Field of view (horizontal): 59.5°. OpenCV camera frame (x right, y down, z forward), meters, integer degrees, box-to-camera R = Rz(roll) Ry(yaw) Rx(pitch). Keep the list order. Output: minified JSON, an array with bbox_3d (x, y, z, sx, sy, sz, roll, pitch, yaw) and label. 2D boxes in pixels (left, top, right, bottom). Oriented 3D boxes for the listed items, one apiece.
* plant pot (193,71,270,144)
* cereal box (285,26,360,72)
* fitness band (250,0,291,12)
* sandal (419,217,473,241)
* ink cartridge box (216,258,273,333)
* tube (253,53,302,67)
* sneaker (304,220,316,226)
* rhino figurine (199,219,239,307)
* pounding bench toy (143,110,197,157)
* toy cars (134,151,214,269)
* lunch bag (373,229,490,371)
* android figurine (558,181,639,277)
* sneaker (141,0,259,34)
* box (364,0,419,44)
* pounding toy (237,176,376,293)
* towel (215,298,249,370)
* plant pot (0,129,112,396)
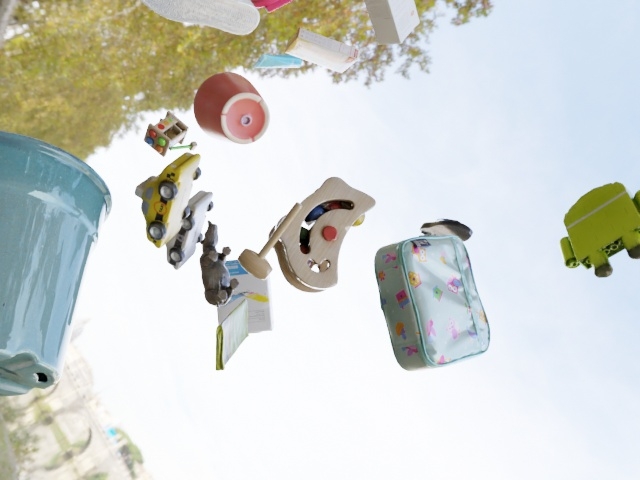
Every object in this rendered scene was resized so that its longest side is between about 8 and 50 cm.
[{"bbox_3d":[-0.326,-0.491,2.151,0.243,0.275,0.275,42,-33,53],"label":"plant pot"},{"bbox_3d":[0.006,-0.698,2.064,0.173,0.240,0.047,179,-77,-71],"label":"cereal box"},{"bbox_3d":[-0.129,-0.907,1.954,0.291,0.209,0.054,-18,-37,23],"label":"fitness band"},{"bbox_3d":[0.432,-0.047,1.939,0.097,0.054,0.254,41,-14,-21],"label":"sandal"},{"bbox_3d":[-0.241,0.180,1.787,0.171,0.168,0.232,109,-25,-83],"label":"ink cartridge box"},{"bbox_3d":[-0.170,-0.728,2.275,0.080,0.207,0.052,-47,-114,45],"label":"tube"},{"bbox_3d":[-0.034,-0.074,2.075,0.161,0.075,0.057,29,-45,1],"label":"sneaker"},{"bbox_3d":[-0.270,0.056,1.422,0.106,0.073,0.243,-44,-126,50],"label":"rhino figurine"},{"bbox_3d":[-0.287,-0.192,1.075,0.083,0.065,0.052,40,-41,-2],"label":"pounding bench toy"},{"bbox_3d":[-0.299,-0.060,1.136,0.087,0.176,0.393,28,-15,3],"label":"toy cars"},{"bbox_3d":[0.237,0.119,1.165,0.108,0.224,0.279,-26,-108,54],"label":"lunch bag"},{"bbox_3d":[0.685,-0.036,1.349,0.056,0.273,0.248,36,-56,-20],"label":"android figurine"},{"bbox_3d":[-0.283,-0.548,1.191,0.108,0.293,0.169,-47,-127,33],"label":"sneaker"},{"bbox_3d":[0.224,-0.726,1.759,0.091,0.130,0.170,14,-36,38],"label":"box"},{"bbox_3d":[0.000,0.000,0.994,0.154,0.269,0.155,48,-21,-2],"label":"pounding toy"},{"bbox_3d":[-0.198,0.211,1.290,0.237,0.021,0.102,-53,146,-80],"label":"towel"},{"bbox_3d":[-0.529,0.057,0.899,0.341,0.341,0.334,118,-29,-56],"label":"plant pot"}]
